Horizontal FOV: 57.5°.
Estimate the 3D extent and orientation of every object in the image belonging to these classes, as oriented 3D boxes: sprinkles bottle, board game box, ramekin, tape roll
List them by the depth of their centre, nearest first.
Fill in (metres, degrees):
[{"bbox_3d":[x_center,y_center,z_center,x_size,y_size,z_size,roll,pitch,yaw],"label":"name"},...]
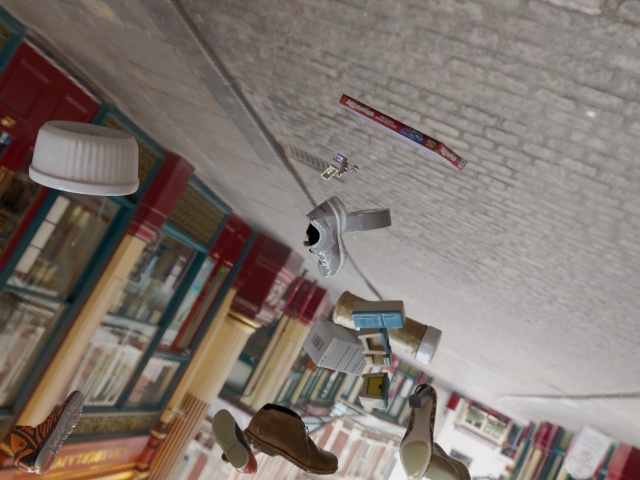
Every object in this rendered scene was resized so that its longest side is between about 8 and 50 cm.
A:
[{"bbox_3d":[-0.463,-0.168,1.163,0.207,0.109,0.207,12,-165,-3],"label":"ramekin"},{"bbox_3d":[0.180,-0.240,1.289,0.281,0.027,0.145,35,-170,32],"label":"board game box"},{"bbox_3d":[0.220,0.285,1.940,0.355,0.121,0.121,22,171,18],"label":"sprinkles bottle"},{"bbox_3d":[0.183,-0.085,2.407,0.219,0.073,0.219,-9,-174,1],"label":"tape roll"}]

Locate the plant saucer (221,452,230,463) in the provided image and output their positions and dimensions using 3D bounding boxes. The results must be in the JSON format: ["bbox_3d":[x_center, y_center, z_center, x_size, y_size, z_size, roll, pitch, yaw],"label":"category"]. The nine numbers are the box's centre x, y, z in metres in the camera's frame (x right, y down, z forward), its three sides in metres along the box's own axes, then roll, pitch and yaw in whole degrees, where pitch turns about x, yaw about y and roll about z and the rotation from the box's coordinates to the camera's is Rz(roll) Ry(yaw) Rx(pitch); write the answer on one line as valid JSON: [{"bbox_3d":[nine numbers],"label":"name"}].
[{"bbox_3d":[-0.223,0.576,1.562,0.083,0.013,0.083,-6,-170,1],"label":"plant saucer"}]

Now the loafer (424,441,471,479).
[{"bbox_3d":[0.356,0.689,1.742,0.091,0.102,0.268,3,-177,-17],"label":"loafer"}]

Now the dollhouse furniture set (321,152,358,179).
[{"bbox_3d":[0.058,-0.216,1.977,0.091,0.081,0.114,30,137,-21],"label":"dollhouse furniture set"}]

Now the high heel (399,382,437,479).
[{"bbox_3d":[0.290,0.542,1.644,0.093,0.262,0.186,2,179,24],"label":"high heel"}]

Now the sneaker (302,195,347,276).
[{"bbox_3d":[0.000,0.000,1.588,0.105,0.115,0.281,52,155,39],"label":"sneaker"}]

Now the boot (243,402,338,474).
[{"bbox_3d":[-0.055,0.533,1.557,0.305,0.115,0.112,33,174,-26],"label":"boot"}]

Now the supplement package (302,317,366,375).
[{"bbox_3d":[0.057,0.322,1.757,0.179,0.105,0.105,23,-167,-38],"label":"supplement package"}]

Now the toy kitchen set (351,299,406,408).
[{"bbox_3d":[0.146,0.273,1.392,0.122,0.166,0.207,-4,130,17],"label":"toy kitchen set"}]

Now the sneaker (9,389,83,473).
[{"bbox_3d":[-1.028,0.686,2.165,0.179,0.321,0.125,13,137,10],"label":"sneaker"}]

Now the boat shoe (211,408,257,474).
[{"bbox_3d":[-0.151,0.354,1.026,0.137,0.049,0.043,43,175,48],"label":"boat shoe"}]
